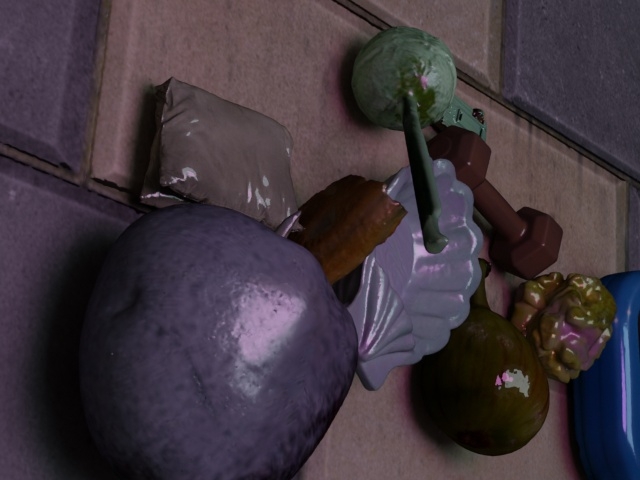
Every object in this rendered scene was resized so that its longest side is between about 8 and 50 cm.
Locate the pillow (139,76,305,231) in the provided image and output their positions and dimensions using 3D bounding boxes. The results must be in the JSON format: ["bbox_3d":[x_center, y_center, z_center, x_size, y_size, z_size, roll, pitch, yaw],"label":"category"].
[{"bbox_3d":[-0.098,-0.075,1.465,0.181,0.078,0.134,22,62,-43],"label":"pillow"}]

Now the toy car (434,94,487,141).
[{"bbox_3d":[0.158,-0.150,1.826,0.122,0.035,0.059,35,55,-30],"label":"toy car"}]

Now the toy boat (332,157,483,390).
[{"bbox_3d":[0.077,0.033,1.625,0.290,0.100,0.199,-53,126,-45],"label":"toy boat"}]

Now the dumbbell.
[{"bbox_3d":[0.205,-0.045,1.819,0.231,0.092,0.082,43,78,-35],"label":"dumbbell"}]

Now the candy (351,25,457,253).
[{"bbox_3d":[0.096,-0.102,1.554,0.119,0.119,0.440,55,16,-26],"label":"candy"}]

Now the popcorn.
[{"bbox_3d":[0.302,0.106,1.872,0.126,0.126,0.145,50,52,-40],"label":"popcorn"}]

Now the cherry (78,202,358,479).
[{"bbox_3d":[-0.089,0.096,1.322,0.255,0.218,0.296,50,52,-40],"label":"cherry"}]

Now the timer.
[{"bbox_3d":[0.455,0.207,2.037,0.340,0.115,0.309,16,71,-48],"label":"timer"}]

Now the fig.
[{"bbox_3d":[0.198,0.114,1.730,0.151,0.151,0.259,40,49,-38],"label":"fig"}]

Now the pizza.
[{"bbox_3d":[0.000,0.000,1.531,0.062,0.182,0.161,42,7,-26],"label":"pizza"}]
